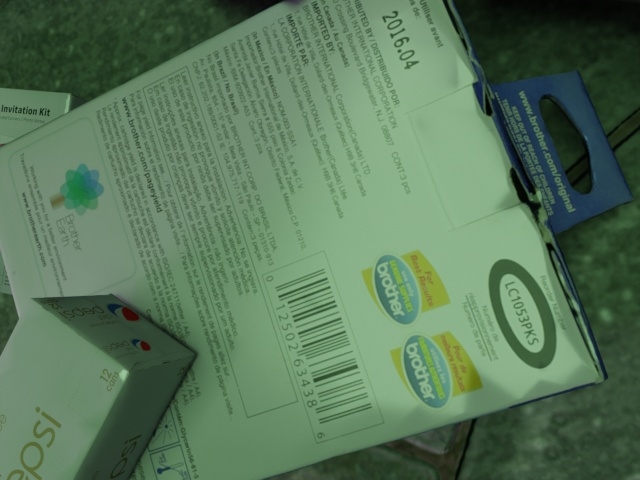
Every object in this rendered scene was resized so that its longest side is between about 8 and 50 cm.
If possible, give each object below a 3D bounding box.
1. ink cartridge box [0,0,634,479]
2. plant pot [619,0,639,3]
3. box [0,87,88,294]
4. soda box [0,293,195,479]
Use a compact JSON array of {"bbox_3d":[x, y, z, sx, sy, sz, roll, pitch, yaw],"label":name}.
[{"bbox_3d":[0.000,0.000,0.403,0.395,0.151,0.270,-22,81,16],"label":"ink cartridge box"},{"bbox_3d":[0.220,-0.247,0.288,0.305,0.334,0.334,11,90,27],"label":"plant pot"},{"bbox_3d":[-0.295,-0.047,0.554,0.145,0.038,0.186,9,88,17],"label":"box"},{"bbox_3d":[-0.162,0.140,0.333,0.074,0.069,0.216,31,96,16],"label":"soda box"}]
